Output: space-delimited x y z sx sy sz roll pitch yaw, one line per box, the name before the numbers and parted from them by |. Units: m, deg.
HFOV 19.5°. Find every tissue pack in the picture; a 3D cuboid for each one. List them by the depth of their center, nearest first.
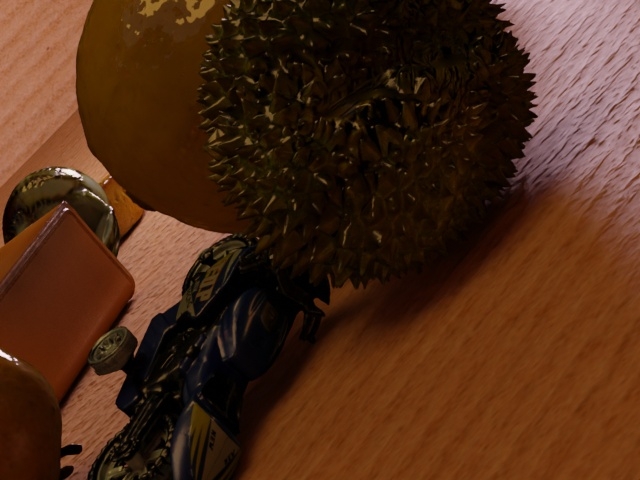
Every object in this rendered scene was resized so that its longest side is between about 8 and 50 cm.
tissue pack | -0.345 0.113 2.053 0.194 0.145 0.274 -35 16 33

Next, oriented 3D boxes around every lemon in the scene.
lemon | -0.066 -0.168 1.755 0.348 0.348 0.348 -39 14 12

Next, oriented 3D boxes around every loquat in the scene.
loquat | -0.317 0.196 1.629 0.213 0.213 0.213 -39 14 12

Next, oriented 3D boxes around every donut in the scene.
donut | -0.307 -0.025 2.529 0.174 0.074 0.190 -46 10 -12

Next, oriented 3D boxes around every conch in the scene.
conch | -0.315 -0.010 2.348 0.187 0.124 0.181 -1 62 29

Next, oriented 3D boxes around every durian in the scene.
durian | 0.029 -0.102 1.435 0.291 0.291 0.224 -45 -10 -13

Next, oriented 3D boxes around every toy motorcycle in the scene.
toy motorcycle | -0.083 0.092 1.460 0.169 0.113 0.315 -21 33 35
